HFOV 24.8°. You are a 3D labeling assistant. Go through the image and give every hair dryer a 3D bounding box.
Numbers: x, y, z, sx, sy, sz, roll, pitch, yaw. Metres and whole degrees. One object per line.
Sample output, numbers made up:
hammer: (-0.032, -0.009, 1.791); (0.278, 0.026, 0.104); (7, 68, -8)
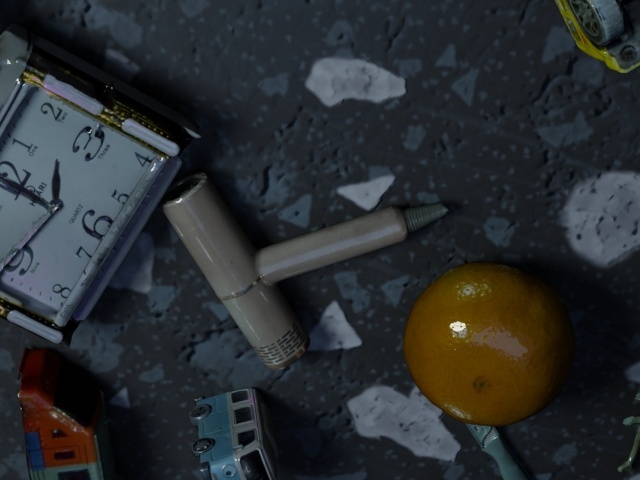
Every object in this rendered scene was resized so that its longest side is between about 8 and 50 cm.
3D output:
hair dryer: (-0.003, -0.011, 1.294); (0.220, 0.053, 0.195); (-28, 114, 9)

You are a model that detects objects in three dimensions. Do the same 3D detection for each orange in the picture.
orange: (0.153, 0.092, 1.318); (0.156, 0.124, 0.156); (7, 123, 11)

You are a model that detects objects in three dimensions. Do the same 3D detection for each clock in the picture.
clock: (-0.240, -0.043, 1.246); (0.186, 0.083, 0.253); (29, 111, -16)

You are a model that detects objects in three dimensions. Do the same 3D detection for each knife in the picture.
knife: (0.169, 0.198, 1.430); (0.028, 0.015, 0.210); (-27, 115, 16)

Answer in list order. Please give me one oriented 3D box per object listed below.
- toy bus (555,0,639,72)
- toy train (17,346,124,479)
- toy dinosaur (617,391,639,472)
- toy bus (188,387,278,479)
toy bus: (0.194, -0.302, 1.090); (0.144, 0.152, 0.330); (-30, 106, -2)
toy train: (-0.225, 0.291, 1.411); (0.089, 0.086, 0.409); (-5, 116, -2)
toy dinosaur: (0.338, 0.156, 1.410); (0.058, 0.037, 0.180); (21, 123, -39)
toy bus: (-0.078, 0.192, 1.352); (0.075, 0.123, 0.060); (-18, 116, 1)
